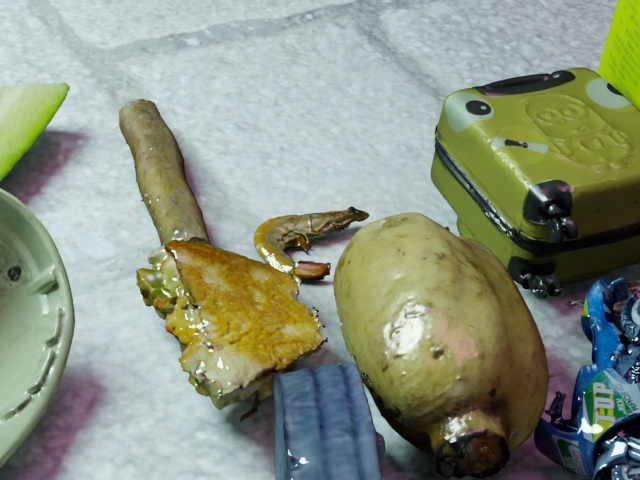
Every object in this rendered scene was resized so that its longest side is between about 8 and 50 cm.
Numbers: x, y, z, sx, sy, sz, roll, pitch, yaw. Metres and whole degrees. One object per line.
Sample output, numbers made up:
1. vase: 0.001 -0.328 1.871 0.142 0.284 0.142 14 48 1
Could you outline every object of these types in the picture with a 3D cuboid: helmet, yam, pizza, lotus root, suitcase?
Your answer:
1. helmet: -0.316 0.083 1.192 0.204 0.137 0.257 41 41 -22
2. yam: -0.153 -0.057 1.473 0.057 0.057 0.241 -5 41 -17
3. pizza: -0.072 0.080 1.301 0.147 0.069 0.226 6 32 -29
4. lotus root: 0.099 0.083 1.260 0.160 0.146 0.284 8 37 -17
5. suitcase: 0.227 -0.052 1.466 0.194 0.143 0.235 -12 43 -24

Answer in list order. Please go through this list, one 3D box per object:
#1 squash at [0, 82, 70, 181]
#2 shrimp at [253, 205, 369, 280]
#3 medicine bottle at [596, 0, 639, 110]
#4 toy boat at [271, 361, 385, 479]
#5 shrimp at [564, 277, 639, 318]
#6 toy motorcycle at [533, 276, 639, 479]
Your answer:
1. squash: -0.391 -0.102 1.425 0.203 0.111 0.289 39 41 -13
2. shrimp: 0.000 0.000 1.449 0.127 0.025 0.091 -19 46 -25
3. medicine bottle: 0.364 -0.160 1.546 0.137 0.250 0.141 -2 41 -16
4. toy boat: 0.008 0.188 1.128 0.078 0.127 0.283 -2 36 -5
5. shrimp: 0.302 0.065 1.401 0.165 0.065 0.056 -1 6 -5
6. toy motorcycle: 0.251 0.122 1.265 0.135 0.092 0.254 -7 39 24
